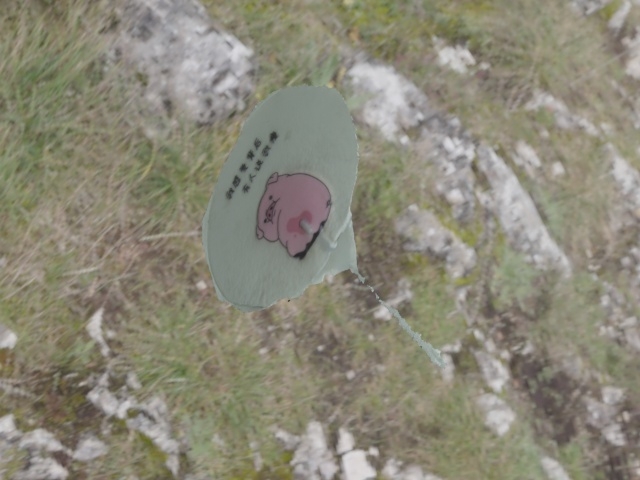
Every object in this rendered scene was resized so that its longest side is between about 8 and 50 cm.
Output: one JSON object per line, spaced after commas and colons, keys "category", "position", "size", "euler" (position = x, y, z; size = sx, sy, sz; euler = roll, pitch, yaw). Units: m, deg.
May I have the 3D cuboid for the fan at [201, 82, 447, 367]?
{"category": "fan", "position": [-0.001, 0.000, 0.758], "size": [0.010, 0.310, 0.182], "euler": [18, 107, -38]}
